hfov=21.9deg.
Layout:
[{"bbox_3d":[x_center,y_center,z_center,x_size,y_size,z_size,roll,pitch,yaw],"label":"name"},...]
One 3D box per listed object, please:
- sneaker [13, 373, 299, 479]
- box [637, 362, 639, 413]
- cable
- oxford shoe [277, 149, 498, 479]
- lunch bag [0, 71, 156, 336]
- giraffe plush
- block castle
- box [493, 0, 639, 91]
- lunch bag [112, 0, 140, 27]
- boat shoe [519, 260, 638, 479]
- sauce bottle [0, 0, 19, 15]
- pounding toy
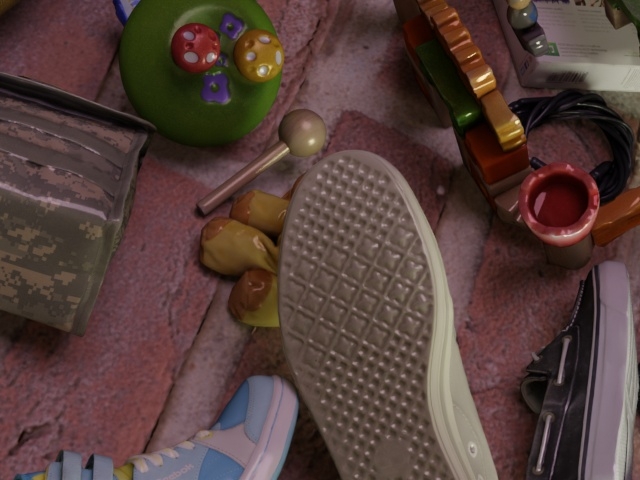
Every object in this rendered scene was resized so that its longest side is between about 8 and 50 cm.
[{"bbox_3d":[-0.155,0.212,1.495,0.208,0.127,0.319,29,50,-3],"label":"sneaker"},{"bbox_3d":[0.439,0.143,1.766,0.156,0.158,0.093,-2,57,-23],"label":"box"},{"bbox_3d":[0.302,-0.109,1.961,0.184,0.047,0.150,-3,58,-25],"label":"cable"},{"bbox_3d":[0.071,0.136,1.566,0.130,0.169,0.449,-9,83,-70],"label":"oxford shoe"},{"bbox_3d":[-0.295,-0.070,1.609,0.235,0.169,0.287,18,31,-7],"label":"lunch bag"},{"bbox_3d":[0.000,0.000,1.679,0.210,0.170,0.181,43,52,11],"label":"giraffe plush"},{"bbox_3d":[0.264,-0.222,1.836,0.303,0.213,0.453,-29,65,1],"label":"block castle"},{"bbox_3d":[0.326,-0.332,2.127,0.232,0.058,0.322,1,58,-22],"label":"box"},{"bbox_3d":[-0.144,-0.223,1.829,0.151,0.096,0.129,-7,59,-37],"label":"lunch bag"},{"bbox_3d":[0.264,0.148,1.712,0.119,0.121,0.335,-2,42,17],"label":"boat shoe"},{"bbox_3d":[-0.357,-0.291,1.740,0.111,0.111,0.344,41,63,9],"label":"sauce bottle"},{"bbox_3d":[-0.094,-0.168,1.719,0.183,0.110,0.237,-33,102,-22],"label":"pounding toy"}]
